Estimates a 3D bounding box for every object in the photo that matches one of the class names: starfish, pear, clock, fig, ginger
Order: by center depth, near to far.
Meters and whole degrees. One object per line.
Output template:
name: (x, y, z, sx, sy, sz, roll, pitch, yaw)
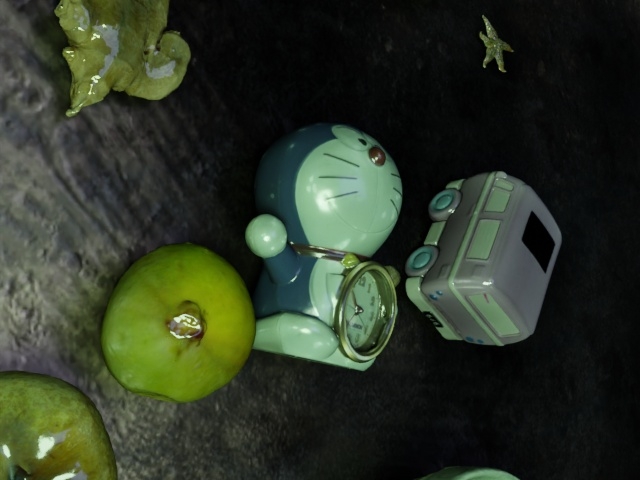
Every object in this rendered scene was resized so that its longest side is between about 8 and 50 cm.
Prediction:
pear: (-0.223, 0.176, 0.513, 0.167, 0.136, 0.167, 11, 73, -41)
fig: (-0.122, 0.073, 0.643, 0.136, 0.120, 0.153, 66, 25, -8)
ginger: (-0.179, -0.216, 0.662, 0.133, 0.058, 0.214, -6, 90, -48)
clock: (0.000, 0.000, 0.748, 0.199, 0.146, 0.244, 19, 76, -46)
starfish: (0.266, -0.299, 1.132, 0.086, 0.016, 0.092, -27, 101, -44)

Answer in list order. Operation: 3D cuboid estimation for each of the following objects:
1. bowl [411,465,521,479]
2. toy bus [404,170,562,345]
bowl: (0.124, 0.395, 0.799, 0.307, 0.163, 0.307, 7, 79, -42)
toy bus: (0.214, 0.019, 0.949, 0.142, 0.142, 0.203, 45, 56, -29)
